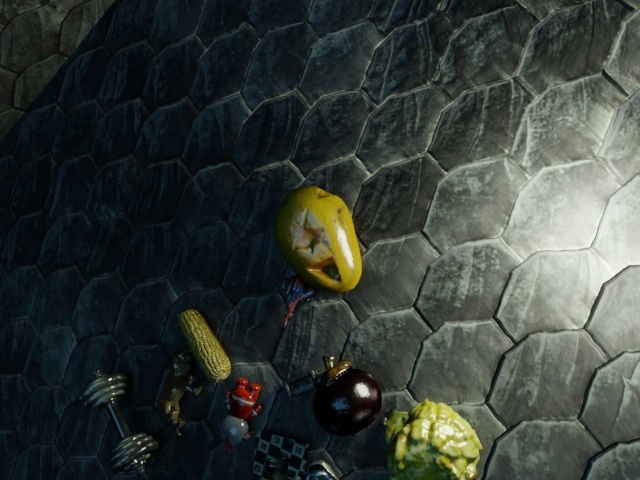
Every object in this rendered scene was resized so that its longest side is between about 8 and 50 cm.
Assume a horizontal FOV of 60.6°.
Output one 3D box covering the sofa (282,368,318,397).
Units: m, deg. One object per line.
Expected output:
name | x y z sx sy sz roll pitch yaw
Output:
sofa | -0.059 0.464 1.775 0.118 0.039 0.060 -26 76 20

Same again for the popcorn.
popcorn | 0.294 0.584 1.496 0.237 0.293 0.293 45 104 2

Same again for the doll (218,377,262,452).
doll | -0.275 0.593 1.842 0.142 0.076 0.245 14 87 25

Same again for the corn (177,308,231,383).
corn | -0.405 0.361 1.912 0.106 0.106 0.293 -40 68 16

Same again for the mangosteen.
mangosteen | 0.064 0.454 1.642 0.211 0.211 0.250 -41 59 15

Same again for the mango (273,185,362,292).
mango | 0.000 0.000 1.729 0.253 0.182 0.365 -33 84 16

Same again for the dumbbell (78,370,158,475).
dumbbell | -0.730 0.653 1.980 0.179 0.179 0.406 -38 72 16

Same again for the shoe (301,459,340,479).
shoe | 0.027 0.772 1.673 0.207 0.106 0.091 42 104 16

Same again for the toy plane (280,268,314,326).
toy plane | -0.088 0.193 1.804 0.130 0.061 0.189 17 96 24

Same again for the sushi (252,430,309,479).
sushi | -0.127 0.732 1.778 0.193 0.040 0.210 7 93 23

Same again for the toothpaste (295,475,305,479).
toothpaste | -0.011 0.815 1.707 0.048 0.029 0.197 -40 88 13

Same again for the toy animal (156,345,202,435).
toy animal | -0.512 0.526 1.953 0.157 0.097 0.312 32 101 36
